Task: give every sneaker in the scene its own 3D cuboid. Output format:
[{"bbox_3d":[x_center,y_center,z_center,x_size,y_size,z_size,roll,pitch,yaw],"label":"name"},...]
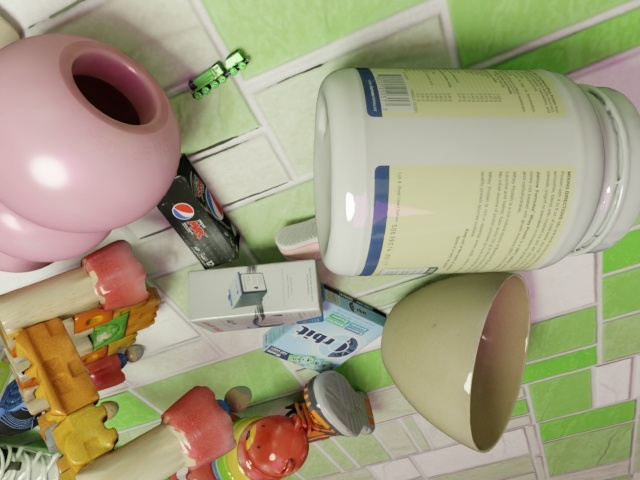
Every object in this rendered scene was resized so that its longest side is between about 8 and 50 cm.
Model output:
[{"bbox_3d":[-0.627,0.502,1.033,0.448,0.169,0.257,9,150,-12],"label":"sneaker"},{"bbox_3d":[-0.583,0.327,0.982,0.232,0.081,0.090,-29,133,28],"label":"sneaker"},{"bbox_3d":[0.000,0.000,0.764,0.135,0.050,0.070,-13,147,-4],"label":"sneaker"},{"bbox_3d":[-0.009,0.366,1.022,0.180,0.124,0.321,-18,146,12],"label":"sneaker"}]

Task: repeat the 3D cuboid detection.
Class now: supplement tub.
[{"bbox_3d":[0.162,-0.078,0.579,0.325,0.235,0.235,-1,133,-6],"label":"supplement tub"}]

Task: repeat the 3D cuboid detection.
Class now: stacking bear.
[{"bbox_3d":[-0.127,0.423,0.991,0.164,0.175,0.289,32,140,-15],"label":"stacking bear"}]

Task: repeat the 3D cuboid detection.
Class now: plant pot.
[{"bbox_3d":[0.216,0.183,0.839,0.191,0.284,0.284,8,144,37],"label":"plant pot"}]

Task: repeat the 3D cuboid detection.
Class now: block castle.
[{"bbox_3d":[-0.288,0.225,0.717,0.213,0.303,0.453,-24,162,-36],"label":"block castle"}]

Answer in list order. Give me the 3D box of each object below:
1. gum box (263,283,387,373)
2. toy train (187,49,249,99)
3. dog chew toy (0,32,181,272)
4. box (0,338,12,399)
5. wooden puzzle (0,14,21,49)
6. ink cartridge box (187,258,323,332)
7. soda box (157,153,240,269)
[{"bbox_3d":[0.008,0.174,0.929,0.157,0.041,0.184,29,125,-30],"label":"gum box"},{"bbox_3d":[-0.122,-0.196,0.584,0.083,0.017,0.023,-27,121,18],"label":"toy train"},{"bbox_3d":[-0.309,-0.071,0.564,0.207,0.206,0.332,33,129,-32],"label":"dog chew toy"},{"bbox_3d":[-0.571,0.207,0.780,0.103,0.203,0.114,-5,133,-2],"label":"box"},{"bbox_3d":[-0.457,-0.204,0.456,0.221,0.044,0.238,-47,129,-3],"label":"wooden puzzle"},{"bbox_3d":[-0.095,0.090,0.774,0.191,0.082,0.139,-7,163,1],"label":"ink cartridge box"},{"bbox_3d":[-0.176,-0.036,0.702,0.060,0.053,0.168,-18,133,10],"label":"soda box"}]
